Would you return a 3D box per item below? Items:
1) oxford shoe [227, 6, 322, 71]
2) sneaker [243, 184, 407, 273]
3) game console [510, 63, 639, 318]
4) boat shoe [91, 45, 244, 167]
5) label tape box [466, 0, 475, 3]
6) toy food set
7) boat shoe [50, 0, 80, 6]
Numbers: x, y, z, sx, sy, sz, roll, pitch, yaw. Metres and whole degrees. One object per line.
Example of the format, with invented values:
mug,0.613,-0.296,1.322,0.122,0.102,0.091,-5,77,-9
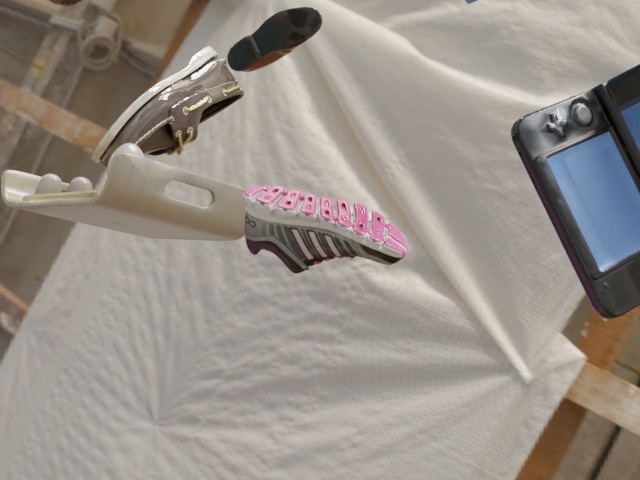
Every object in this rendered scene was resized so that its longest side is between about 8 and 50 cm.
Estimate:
oxford shoe,-0.080,-0.393,1.607,0.212,0.076,0.076,-20,-98,27
sneaker,0.000,0.000,0.822,0.170,0.063,0.074,15,-61,-4
game console,0.435,-0.083,1.060,0.293,0.250,0.173,65,-26,4
boat shoe,-0.225,-0.191,1.264,0.097,0.324,0.116,45,-49,-8
label tape box,0.343,-0.559,1.292,0.334,0.106,0.240,-21,-81,31
toy food set,-0.260,-0.066,1.106,0.306,0.220,0.092,2,-100,46
boat shoe,-0.373,-0.371,1.049,0.257,0.095,0.095,52,-38,23
